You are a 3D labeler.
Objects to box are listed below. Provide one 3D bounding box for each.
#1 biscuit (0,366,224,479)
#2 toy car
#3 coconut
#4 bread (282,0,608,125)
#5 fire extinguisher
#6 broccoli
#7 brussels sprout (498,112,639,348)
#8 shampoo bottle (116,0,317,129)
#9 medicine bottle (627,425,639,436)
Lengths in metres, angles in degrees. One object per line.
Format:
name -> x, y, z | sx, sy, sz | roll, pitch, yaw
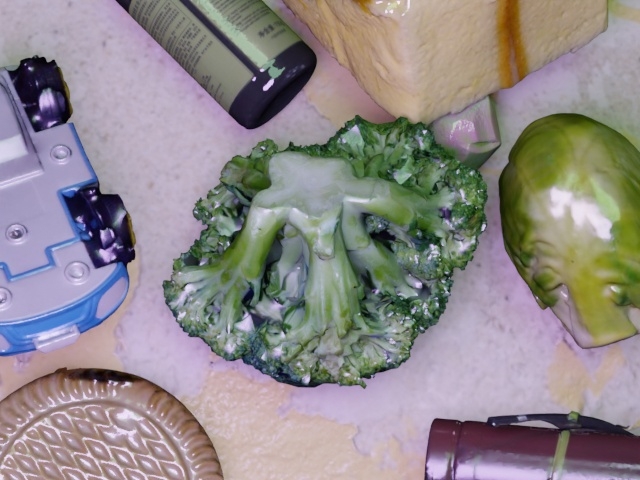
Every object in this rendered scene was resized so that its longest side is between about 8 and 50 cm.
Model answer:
biscuit -> -0.208, 0.238, 1.596 | 0.259, 0.079, 0.259 | 3, 72, -8
toy car -> -0.283, -0.018, 1.618 | 0.198, 0.166, 0.314 | -21, 60, -15
coconut -> 0.133, -0.101, 1.761 | 0.082, 0.083, 0.081 | -5, 87, 0
bread -> 0.110, -0.278, 1.739 | 0.263, 0.198, 0.236 | -29, 52, -20
fire extinguisher -> 0.264, 0.207, 1.612 | 0.341, 0.141, 0.105 | 3, 54, 10
broccoli -> 0.000, 0.000, 1.623 | 0.294, 0.245, 0.265 | -24, 66, -14
brussels sprout -> 0.250, -0.015, 1.688 | 0.161, 0.223, 0.223 | -29, 79, -2
shampoo bottle -> -0.132, -0.235, 1.750 | 0.284, 0.101, 0.101 | 45, 71, 7
medicine bottle -> 0.400, 0.173, 1.725 | 0.230, 0.059, 0.059 | -17, 76, -14
